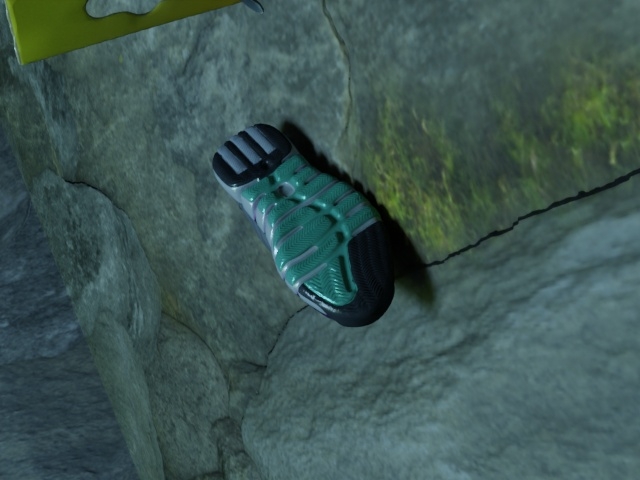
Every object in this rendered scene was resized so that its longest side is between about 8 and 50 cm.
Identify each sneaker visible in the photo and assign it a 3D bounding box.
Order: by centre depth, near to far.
[{"bbox_3d":[0.000,0.000,0.865,0.223,0.083,0.098,53,174,43],"label":"sneaker"}]

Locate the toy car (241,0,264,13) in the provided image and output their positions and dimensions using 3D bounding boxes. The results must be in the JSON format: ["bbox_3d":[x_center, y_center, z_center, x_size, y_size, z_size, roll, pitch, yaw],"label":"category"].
[{"bbox_3d":[-0.054,-0.215,0.698,0.155,0.149,0.188,55,165,8],"label":"toy car"}]

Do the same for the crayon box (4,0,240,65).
[{"bbox_3d":[-0.161,-0.300,0.771,0.081,0.202,0.318,38,142,53],"label":"crayon box"}]
